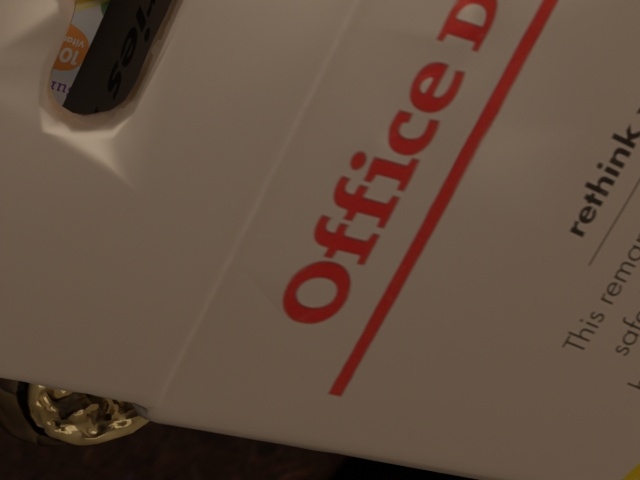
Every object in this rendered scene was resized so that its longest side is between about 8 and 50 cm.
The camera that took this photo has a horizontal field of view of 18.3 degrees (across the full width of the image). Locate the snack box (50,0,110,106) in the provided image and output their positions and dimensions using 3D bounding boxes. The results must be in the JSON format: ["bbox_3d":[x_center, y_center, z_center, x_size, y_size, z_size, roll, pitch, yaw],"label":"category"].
[{"bbox_3d":[-0.083,-0.053,0.581,0.141,0.037,0.100,14,116,-29],"label":"snack box"}]

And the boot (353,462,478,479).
[{"bbox_3d":[0.098,0.197,0.873,0.280,0.096,0.264,9,118,-39],"label":"boot"}]

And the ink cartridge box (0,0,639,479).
[{"bbox_3d":[0.074,-0.052,0.463,0.353,0.119,0.207,14,118,-28],"label":"ink cartridge box"}]

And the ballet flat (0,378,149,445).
[{"bbox_3d":[0.000,0.000,0.677,0.250,0.058,0.084,-29,134,-12],"label":"ballet flat"}]
